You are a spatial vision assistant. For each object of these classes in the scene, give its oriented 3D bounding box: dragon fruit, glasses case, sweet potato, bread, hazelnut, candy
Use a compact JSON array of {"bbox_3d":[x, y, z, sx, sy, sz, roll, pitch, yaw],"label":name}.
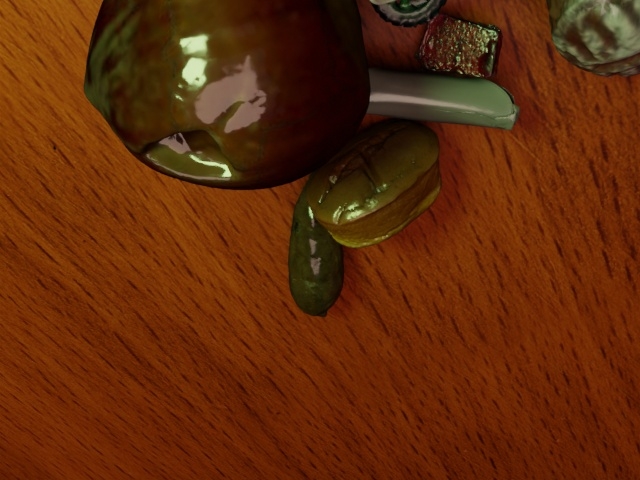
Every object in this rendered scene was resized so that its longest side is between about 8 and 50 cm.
[{"bbox_3d":[0.247,-0.329,1.029,0.147,0.096,0.102,26,122,25],"label":"dragon fruit"},{"bbox_3d":[0.186,-0.253,1.076,0.308,0.128,0.083,6,104,1],"label":"glasses case"},{"bbox_3d":[-0.005,-0.002,1.294,0.130,0.130,0.423,5,120,1],"label":"sweet potato"},{"bbox_3d":[0.103,-0.110,1.126,0.269,0.195,0.143,-35,134,-8],"label":"bread"},{"bbox_3d":[-0.124,-0.282,0.876,0.402,0.429,0.402,-10,142,-8],"label":"hazelnut"},{"bbox_3d":[0.459,-0.342,0.900,0.289,0.157,0.214,10,159,-39],"label":"candy"}]

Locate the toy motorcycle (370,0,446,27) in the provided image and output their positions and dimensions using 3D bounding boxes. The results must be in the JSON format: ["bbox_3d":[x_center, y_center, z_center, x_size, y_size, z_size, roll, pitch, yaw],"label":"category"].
[{"bbox_3d":[0.235,-0.481,0.856,0.410,0.169,0.237,-23,129,16],"label":"toy motorcycle"}]

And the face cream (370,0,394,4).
[{"bbox_3d":[0.010,-0.474,0.814,0.102,0.102,0.346,-43,72,32],"label":"face cream"}]
